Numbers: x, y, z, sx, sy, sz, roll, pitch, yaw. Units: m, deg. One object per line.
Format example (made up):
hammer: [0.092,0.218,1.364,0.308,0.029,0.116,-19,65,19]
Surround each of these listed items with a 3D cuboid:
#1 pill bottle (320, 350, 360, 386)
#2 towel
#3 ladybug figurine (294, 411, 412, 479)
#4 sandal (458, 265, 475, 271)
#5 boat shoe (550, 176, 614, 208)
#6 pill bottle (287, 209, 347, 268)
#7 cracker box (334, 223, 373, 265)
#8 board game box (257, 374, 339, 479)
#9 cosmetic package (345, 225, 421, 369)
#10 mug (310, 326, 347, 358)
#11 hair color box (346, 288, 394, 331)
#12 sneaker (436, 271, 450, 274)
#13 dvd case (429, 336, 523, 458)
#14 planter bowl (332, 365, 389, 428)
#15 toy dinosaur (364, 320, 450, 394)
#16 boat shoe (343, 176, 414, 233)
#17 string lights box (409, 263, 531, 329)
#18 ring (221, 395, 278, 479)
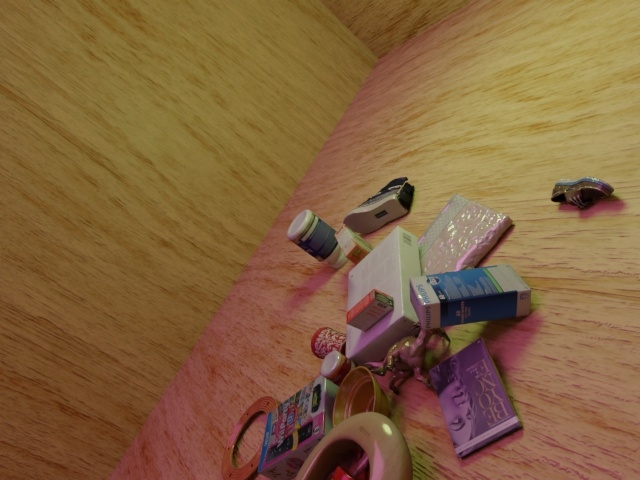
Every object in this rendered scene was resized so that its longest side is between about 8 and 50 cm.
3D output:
pill bottle: [0.081,0.402,1.540,0.086,0.152,0.086,-44,22,23]
towel: [0.404,0.016,1.614,0.332,0.053,0.317,-51,21,7]
ladybug figurine: [0.063,0.621,1.183,0.450,0.162,0.305,-55,31,-8]
sandal: [0.388,0.153,1.443,0.180,0.048,0.072,-66,14,7]
boat shoe: [0.651,-0.114,1.288,0.066,0.066,0.183,-59,11,-2]
pill bottle: [0.000,0.000,2.206,0.153,0.264,0.153,-45,21,22]
cracker box: [0.149,0.040,1.975,0.067,0.155,0.232,-49,21,10]
board game box: [-0.054,0.590,1.614,0.303,0.097,0.224,-43,23,28]
cosmetic package: [0.199,0.180,1.644,0.284,0.097,0.378,-45,26,37]
mug: [0.062,0.376,1.736,0.113,0.151,0.169,-22,10,-29]
hair color box: [0.143,0.206,1.506,0.141,0.071,0.043,-46,26,37]
sneaker: [0.324,0.161,1.458,0.162,0.057,0.075,-66,10,-2]
dvd case: [0.343,0.354,1.170,0.164,0.018,0.221,-42,38,27]
planter bowl: [0.125,0.464,1.410,0.217,0.090,0.217,-49,29,39]
toy dinosaur: [0.247,0.300,1.409,0.200,0.127,0.295,-59,10,-32]
boat shoe: [0.248,-0.146,2.140,0.340,0.127,0.158,-19,32,44]
string lights box: [0.360,0.134,1.263,0.259,0.077,0.133,-8,26,-1]
ring: [-0.254,0.736,1.899,0.336,0.032,0.337,-45,21,23]
